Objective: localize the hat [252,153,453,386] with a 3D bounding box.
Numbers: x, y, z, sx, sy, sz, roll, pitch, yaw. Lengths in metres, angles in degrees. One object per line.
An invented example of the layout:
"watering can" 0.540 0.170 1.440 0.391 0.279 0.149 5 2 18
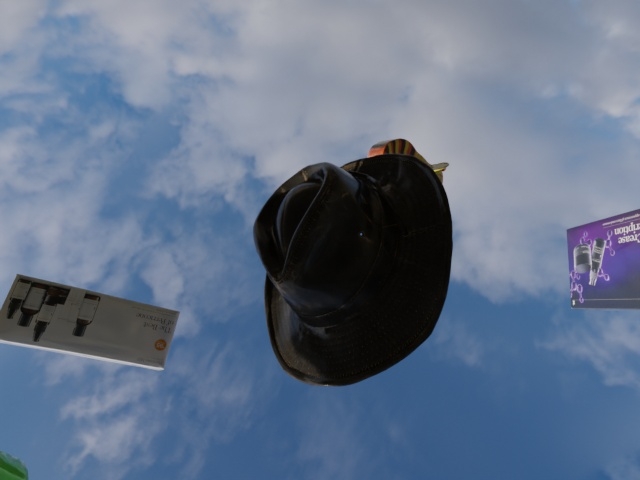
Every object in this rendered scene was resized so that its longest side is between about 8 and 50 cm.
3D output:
"hat" 0.000 0.000 0.509 0.332 0.134 0.330 -23 -130 31

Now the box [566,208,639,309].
"box" 0.605 0.044 0.794 0.103 0.261 0.184 0 -99 -3

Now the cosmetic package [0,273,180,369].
"cosmetic package" -0.356 0.133 0.646 0.239 0.060 0.098 18 -113 -23

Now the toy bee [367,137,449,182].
"toy bee" 0.241 -0.162 1.047 0.195 0.298 0.162 21 -114 35

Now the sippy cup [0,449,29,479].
"sippy cup" -0.413 0.358 0.355 0.306 0.224 0.239 -15 -95 -58
